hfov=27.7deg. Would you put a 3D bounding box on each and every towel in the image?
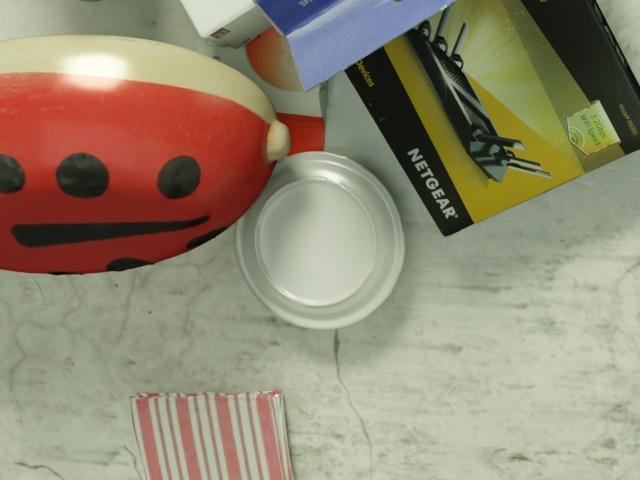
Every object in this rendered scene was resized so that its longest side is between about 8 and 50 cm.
[{"bbox_3d":[-0.129,0.249,1.562,0.197,0.029,0.144,-3,104,19],"label":"towel"}]

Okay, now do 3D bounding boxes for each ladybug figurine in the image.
[{"bbox_3d":[-0.254,-0.073,1.369,0.449,0.162,0.305,-6,143,12],"label":"ladybug figurine"}]

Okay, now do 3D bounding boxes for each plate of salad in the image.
[{"bbox_3d":[0.000,0.000,1.444,0.200,0.048,0.200,2,97,18],"label":"plate of salad"}]

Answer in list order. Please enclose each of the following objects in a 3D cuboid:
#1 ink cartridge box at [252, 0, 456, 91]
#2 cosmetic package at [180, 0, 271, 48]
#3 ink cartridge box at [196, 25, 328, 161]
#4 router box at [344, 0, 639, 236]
[{"bbox_3d":[0.053,-0.339,1.205,0.303,0.072,0.307,-30,55,18],"label":"ink cartridge box"},{"bbox_3d":[-0.126,-0.318,1.329,0.085,0.117,0.231,-32,86,14],"label":"cosmetic package"},{"bbox_3d":[-0.066,-0.159,1.420,0.145,0.045,0.179,8,105,14],"label":"ink cartridge box"},{"bbox_3d":[0.159,-0.187,1.294,0.243,0.081,0.309,-26,111,21],"label":"router box"}]
